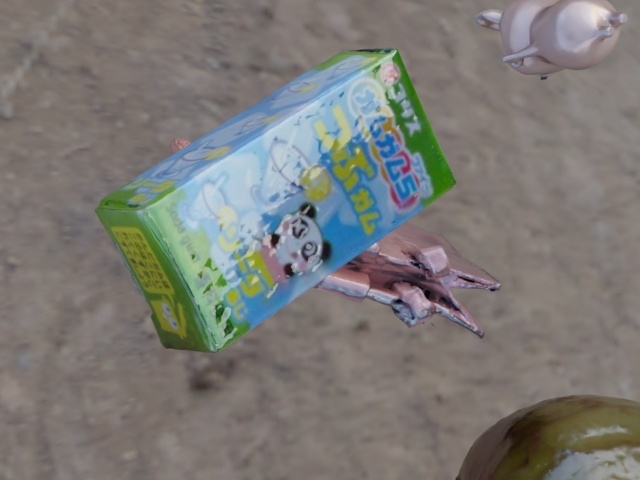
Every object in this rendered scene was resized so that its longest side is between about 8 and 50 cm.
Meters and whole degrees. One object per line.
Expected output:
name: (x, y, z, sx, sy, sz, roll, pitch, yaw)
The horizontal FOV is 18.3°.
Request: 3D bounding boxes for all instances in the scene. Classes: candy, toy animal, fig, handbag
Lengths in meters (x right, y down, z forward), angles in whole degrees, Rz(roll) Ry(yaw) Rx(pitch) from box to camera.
candy: (-0.023, -0.026, 1.136, 0.062, 0.194, 0.097, 3, 123, 57)
toy animal: (0.212, -0.186, 1.754, 0.150, 0.083, 0.089, 13, 91, 54)
fig: (0.248, 0.192, 1.248, 0.321, 0.217, 0.217, -7, 89, -3)
handbag: (0.000, 0.000, 1.311, 0.212, 0.157, 0.059, 18, 96, -17)
